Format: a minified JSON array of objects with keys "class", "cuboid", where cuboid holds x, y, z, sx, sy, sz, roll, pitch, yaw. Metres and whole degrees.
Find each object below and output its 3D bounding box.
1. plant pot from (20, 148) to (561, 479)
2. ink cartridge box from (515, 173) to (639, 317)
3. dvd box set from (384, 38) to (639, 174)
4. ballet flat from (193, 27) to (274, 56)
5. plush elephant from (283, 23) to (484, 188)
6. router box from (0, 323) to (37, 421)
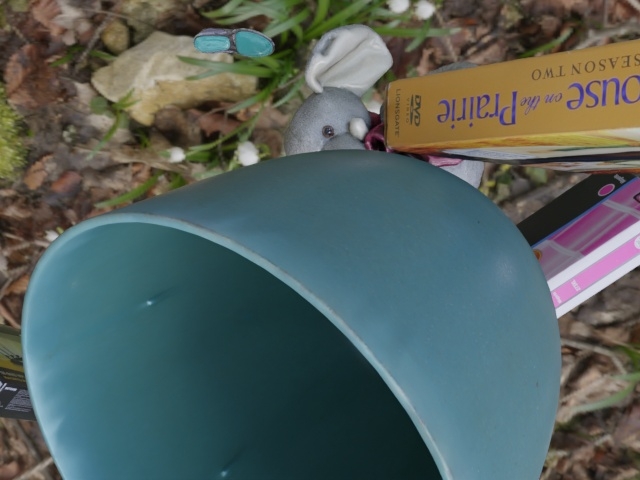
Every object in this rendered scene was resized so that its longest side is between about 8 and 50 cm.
[{"class":"plant pot","cuboid":[0.009,0.077,0.499,0.235,0.293,0.293,-35,122,-48]},{"class":"ink cartridge box","cuboid":[0.287,0.042,1.104,0.371,0.176,0.069,-37,111,10]},{"class":"dvd box set","cuboid":[0.298,-0.091,0.593,0.307,0.420,0.062,1,92,-39]},{"class":"ballet flat","cuboid":[-0.118,-0.280,1.135,0.041,0.114,0.041,4,90,-84]},{"class":"plush elephant","cuboid":[0.073,-0.111,1.012,0.255,0.330,0.272,-2,125,-23]},{"class":"router box","cuboid":[-0.643,0.262,1.667,0.081,0.243,0.309,-51,159,-3]}]
